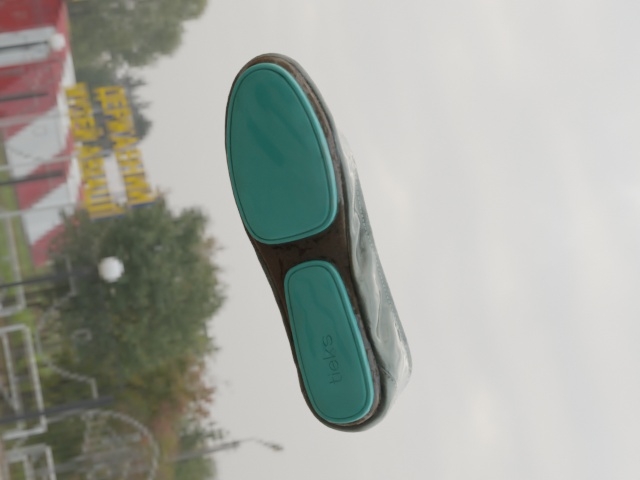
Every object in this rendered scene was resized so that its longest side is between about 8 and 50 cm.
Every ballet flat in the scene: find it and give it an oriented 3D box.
[{"bbox_3d":[0.000,0.000,0.683,0.068,0.072,0.213,-28,105,-62],"label":"ballet flat"}]
